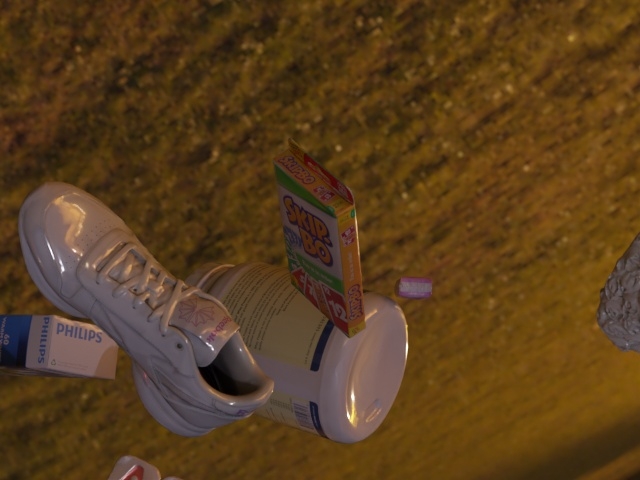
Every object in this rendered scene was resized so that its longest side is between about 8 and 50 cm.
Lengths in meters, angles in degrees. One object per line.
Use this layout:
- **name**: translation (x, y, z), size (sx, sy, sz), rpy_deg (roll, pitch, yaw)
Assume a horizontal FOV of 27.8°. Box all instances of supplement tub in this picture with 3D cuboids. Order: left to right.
- **supplement tub**: translation (-0.054, 0.164, 2.008), size (0.235, 0.325, 0.235), rpy_deg (-34, 130, -51)

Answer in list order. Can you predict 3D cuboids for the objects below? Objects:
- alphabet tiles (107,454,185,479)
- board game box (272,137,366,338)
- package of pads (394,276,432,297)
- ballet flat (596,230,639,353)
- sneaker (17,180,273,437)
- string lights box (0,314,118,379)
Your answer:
- **alphabet tiles**: translation (-0.213, 0.401, 1.467), size (0.278, 0.284, 0.021), rpy_deg (-64, 171, -10)
- **board game box**: translation (0.000, 0.000, 1.576), size (0.039, 0.124, 0.259), rpy_deg (-31, 143, -23)
- **package of pads**: translation (0.140, 0.072, 1.955), size (0.050, 0.032, 0.083), rpy_deg (5, 175, -1)
- **ballet flat**: translation (0.476, 0.005, 1.585), size (0.147, 0.147, 0.409), rpy_deg (-11, 137, -49)
- **sneaker**: translation (-0.157, 0.055, 1.236), size (0.152, 0.305, 0.114), rpy_deg (-18, -152, 46)
- **string lights box**: translation (-0.424, 0.149, 1.828), size (0.260, 0.077, 0.133), rpy_deg (-2, 167, 35)
